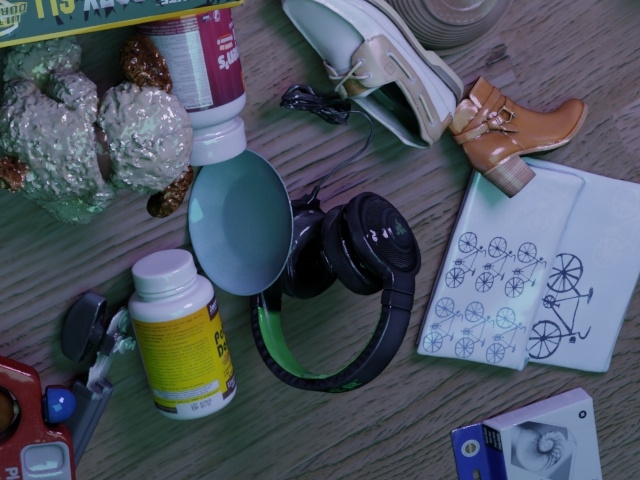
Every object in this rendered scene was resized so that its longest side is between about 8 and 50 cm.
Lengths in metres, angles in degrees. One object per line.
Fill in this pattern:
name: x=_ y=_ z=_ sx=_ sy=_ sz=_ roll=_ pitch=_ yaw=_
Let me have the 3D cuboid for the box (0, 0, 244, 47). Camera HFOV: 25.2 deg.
box: x=-0.275 y=-0.306 z=1.660 sx=0.322 sy=0.257 sz=0.079 roll=-12 pitch=113 yaw=-14

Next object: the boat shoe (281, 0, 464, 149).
boat shoe: x=0.064 y=-0.232 z=1.863 sx=0.302 sy=0.113 sz=0.103 roll=34 pitch=62 yaw=-26

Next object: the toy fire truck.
toy fire truck: x=-0.444 y=0.274 z=1.860 sx=0.254 sy=0.169 sz=0.302 roll=-5 pitch=109 yaw=-14

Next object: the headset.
headset: x=0.000 y=0.000 z=1.883 sx=0.185 sy=0.243 sz=0.394 roll=17 pitch=74 yaw=-49

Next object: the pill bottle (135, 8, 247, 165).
pill bottle: x=-0.160 y=-0.214 z=1.806 sx=0.121 sy=0.121 sz=0.221 roll=-15 pitch=114 yaw=-12

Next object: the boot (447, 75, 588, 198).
boot: x=0.272 y=-0.174 z=1.994 sx=0.152 sy=0.073 sz=0.197 roll=47 pitch=66 yaw=-4

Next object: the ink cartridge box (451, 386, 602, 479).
ink cartridge box: x=0.327 y=0.361 z=2.222 sx=0.224 sy=0.045 sz=0.223 roll=-17 pitch=114 yaw=-11

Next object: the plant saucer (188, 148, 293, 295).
plant saucer: x=-0.095 y=-0.025 z=1.879 sx=0.037 sy=0.195 sz=0.195 roll=-7 pitch=115 yaw=-47

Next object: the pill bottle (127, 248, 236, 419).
pill bottle: x=-0.189 y=0.125 z=1.925 sx=0.117 sy=0.117 sz=0.215 roll=-17 pitch=114 yaw=-11

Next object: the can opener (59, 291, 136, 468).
can opener: x=-0.327 y=0.204 z=1.947 sx=0.093 sy=0.074 sz=0.280 roll=24 pitch=101 yaw=11

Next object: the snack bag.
snack bag: x=0.335 y=0.046 z=2.112 sx=0.343 sy=0.037 sz=0.323 roll=11 pitch=105 yaw=-22

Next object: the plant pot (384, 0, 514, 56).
plant pot: x=0.168 y=-0.349 z=1.871 sx=0.237 sy=0.110 sz=0.237 roll=-6 pitch=112 yaw=-16

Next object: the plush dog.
plush dog: x=-0.266 y=-0.125 z=1.734 sx=0.225 sy=0.210 sz=0.262 roll=-8 pitch=112 yaw=6
